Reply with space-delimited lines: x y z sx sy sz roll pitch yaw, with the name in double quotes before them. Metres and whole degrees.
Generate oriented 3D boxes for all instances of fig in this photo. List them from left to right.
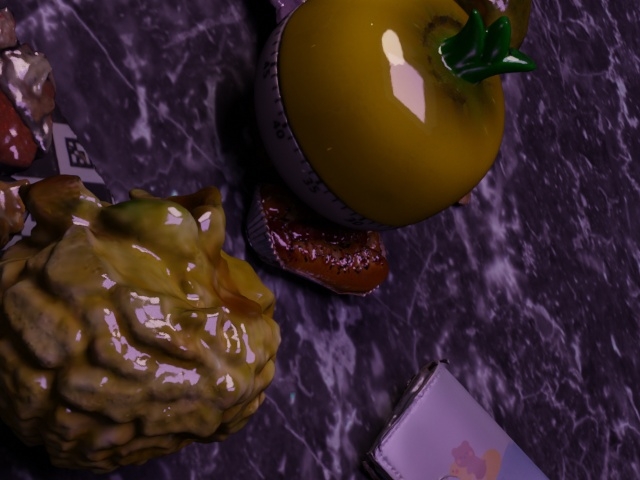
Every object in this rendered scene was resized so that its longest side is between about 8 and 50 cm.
"fig" 0.184 -0.297 1.880 0.167 0.167 0.233 45 19 -24

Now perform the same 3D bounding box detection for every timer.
"timer" 0.096 -0.157 1.516 0.285 0.285 0.285 26 52 -39

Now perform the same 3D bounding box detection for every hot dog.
"hot dog" 0.000 0.000 1.580 0.191 0.059 0.108 15 55 -42

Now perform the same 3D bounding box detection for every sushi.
"sushi" -0.298 -0.079 1.273 0.292 0.059 0.294 -38 101 -51

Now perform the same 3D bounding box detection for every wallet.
"wallet" 0.148 0.259 1.602 0.231 0.069 0.170 49 58 -15

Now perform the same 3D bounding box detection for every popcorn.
"popcorn" -0.157 0.071 1.224 0.270 0.224 0.258 46 34 -28

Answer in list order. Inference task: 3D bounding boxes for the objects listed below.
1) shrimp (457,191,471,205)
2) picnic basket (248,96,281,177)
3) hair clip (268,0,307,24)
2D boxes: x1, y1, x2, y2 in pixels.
"shrimp" 0.172 -0.090 1.857 0.059 0.023 0.108 40 43 -42
"picnic basket" -0.001 -0.108 1.636 0.193 0.054 0.110 10 64 -47
"hair clip" -0.029 -0.267 1.693 0.146 0.056 0.187 2 66 -56
